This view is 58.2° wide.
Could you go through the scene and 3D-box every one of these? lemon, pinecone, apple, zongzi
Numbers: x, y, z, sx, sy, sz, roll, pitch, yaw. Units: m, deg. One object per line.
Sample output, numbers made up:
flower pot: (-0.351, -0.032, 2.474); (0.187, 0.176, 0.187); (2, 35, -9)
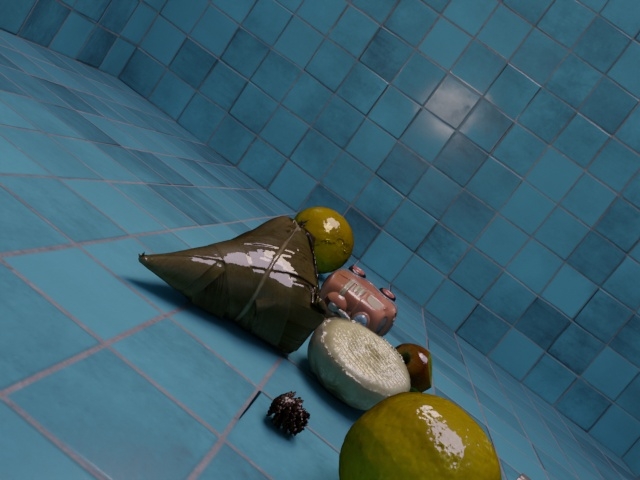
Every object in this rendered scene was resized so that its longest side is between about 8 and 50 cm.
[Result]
lemon: (0.001, 0.000, 2.450); (0.297, 0.297, 0.297); (36, 8, -6)
pinecone: (-0.061, 0.332, 1.099); (0.083, 0.077, 0.077); (62, 8, -4)
apple: (0.291, 0.402, 1.811); (0.163, 0.146, 0.147); (-6, -38, 41)
zongzi: (-0.212, -0.001, 1.502); (0.466, 0.218, 0.500); (35, 25, -25)
lemon: (0.166, 0.398, 0.974); (0.293, 0.293, 0.293); (36, 8, -6)

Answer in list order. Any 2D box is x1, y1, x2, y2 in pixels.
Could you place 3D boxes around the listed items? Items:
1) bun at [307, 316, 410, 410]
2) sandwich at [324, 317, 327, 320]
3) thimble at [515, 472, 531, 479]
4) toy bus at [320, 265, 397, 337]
bun: (0.089, 0.330, 1.464); (0.287, 0.146, 0.287); (25, 22, -11)
sandwich: (-0.032, 0.240, 1.821); (0.104, 0.036, 0.093); (36, 9, 3)
thimble: (0.529, 0.675, 1.498); (0.115, 0.102, 0.090); (-19, 50, -44)
toy bus: (0.115, 0.229, 1.982); (0.287, 0.194, 0.232); (39, 17, 12)
